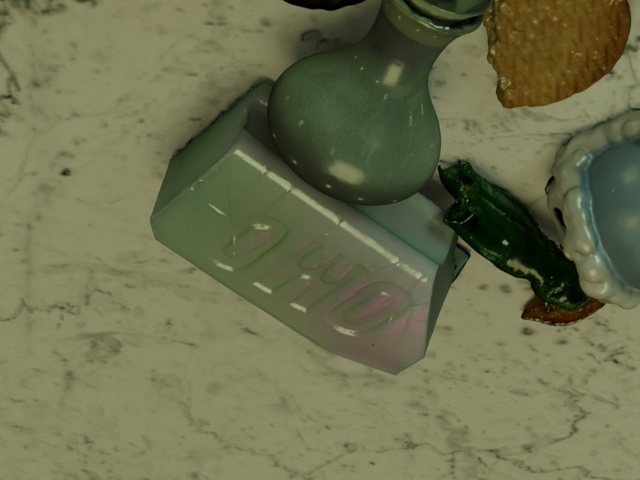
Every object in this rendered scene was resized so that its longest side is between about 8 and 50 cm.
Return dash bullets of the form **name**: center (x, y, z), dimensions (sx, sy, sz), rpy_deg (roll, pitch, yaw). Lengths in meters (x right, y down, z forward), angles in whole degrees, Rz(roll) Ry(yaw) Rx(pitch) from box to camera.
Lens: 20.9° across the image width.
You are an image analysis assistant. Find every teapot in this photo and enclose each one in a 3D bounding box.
- **teapot**: center (0.063, -0.161, 1.689), dimensions (0.183, 0.183, 0.251), rpy_deg (18, 131, -15)

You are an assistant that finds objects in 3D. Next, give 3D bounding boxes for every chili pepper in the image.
- **chili pepper**: center (0.208, -0.004, 1.920), dimensions (0.224, 0.098, 0.061), rpy_deg (35, 133, -20)

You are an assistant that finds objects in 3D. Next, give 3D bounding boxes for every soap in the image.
- **soap**: center (0.000, 0.000, 1.908), dimensions (0.347, 0.115, 0.208), rpy_deg (34, 137, -21)

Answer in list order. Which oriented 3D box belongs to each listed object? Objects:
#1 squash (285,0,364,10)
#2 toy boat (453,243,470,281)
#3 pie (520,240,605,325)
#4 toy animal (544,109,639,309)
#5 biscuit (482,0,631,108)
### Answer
- **squash**: center (0.003, -0.292, 1.532), dimensions (0.193, 0.156, 0.193), rpy_deg (-2, 166, -1)
- **toy boat**: center (0.092, 0.070, 2.078), dimensions (0.080, 0.046, 0.229), rpy_deg (29, 136, -21)
- **pie**: center (0.302, 0.050, 2.030), dimensions (0.088, 0.033, 0.191), rpy_deg (8, 143, -8)
- **toy animal**: center (0.345, -0.017, 1.836), dimensions (0.204, 0.156, 0.208), rpy_deg (-22, 131, 27)
- **biscuit**: center (0.230, -0.216, 1.692), dimensions (0.144, 0.033, 0.224), rpy_deg (-3, 142, 9)
